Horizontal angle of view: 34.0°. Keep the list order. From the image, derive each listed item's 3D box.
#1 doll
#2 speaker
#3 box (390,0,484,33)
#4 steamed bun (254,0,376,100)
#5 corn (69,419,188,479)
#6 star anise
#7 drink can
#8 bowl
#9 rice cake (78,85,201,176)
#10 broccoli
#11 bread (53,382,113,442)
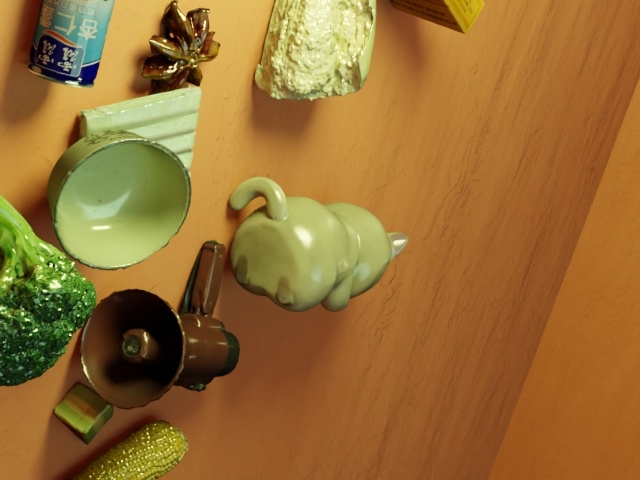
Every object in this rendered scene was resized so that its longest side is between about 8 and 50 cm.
[{"bbox_3d":[-0.013,0.025,1.984,0.370,0.215,0.226,14,85,-55],"label":"doll"},{"bbox_3d":[-0.262,0.145,1.835,0.329,0.198,0.259,1,73,-71],"label":"speaker"},{"bbox_3d":[0.171,-0.490,1.891,0.076,0.174,0.274,-60,148,-5],"label":"box"},{"bbox_3d":[0.009,-0.353,1.772,0.200,0.170,0.226,-17,126,-43],"label":"steamed bun"},{"bbox_3d":[-0.368,0.422,1.889,0.293,0.106,0.106,-29,135,-39],"label":"corn"},{"bbox_3d":[-0.212,-0.288,1.610,0.168,0.057,0.168,-33,136,-38],"label":"star anise"},{"bbox_3d":[-0.319,-0.329,1.392,0.097,0.097,0.235,-3,116,-54],"label":"drink can"},{"bbox_3d":[-0.305,-0.074,1.518,0.211,0.112,0.211,-20,130,-26],"label":"bowl"},{"bbox_3d":[-0.278,-0.139,1.606,0.198,0.037,0.189,-11,124,-36],"label":"rice cake"},{"bbox_3d":[-0.451,0.064,1.377,0.308,0.307,0.275,-28,100,-42],"label":"broccoli"},{"bbox_3d":[-0.383,0.316,1.795,0.074,0.084,0.139,-50,147,-21],"label":"bread"}]
